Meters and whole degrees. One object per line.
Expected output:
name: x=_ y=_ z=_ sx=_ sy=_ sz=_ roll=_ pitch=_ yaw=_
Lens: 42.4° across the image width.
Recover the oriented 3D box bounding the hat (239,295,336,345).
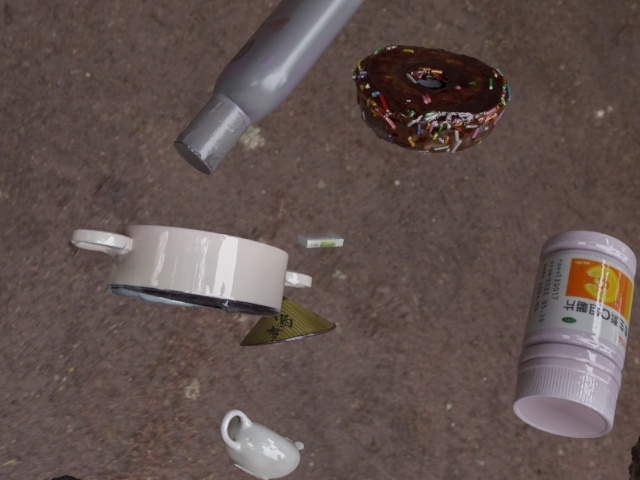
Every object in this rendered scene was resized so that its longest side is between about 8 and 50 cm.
hat: x=-0.069 y=0.147 z=1.598 sx=0.193 sy=0.193 sz=0.082 roll=-10 pitch=91 yaw=-34

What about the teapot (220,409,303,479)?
teapot: x=-0.111 y=0.366 z=1.463 sx=0.226 sy=0.145 sz=0.092 roll=49 pitch=59 yaw=-48

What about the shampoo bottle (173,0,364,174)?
shampoo bottle: x=-0.035 y=-0.115 z=0.545 sx=0.040 sy=0.080 sz=0.165 roll=45 pitch=74 yaw=-25

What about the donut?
donut: x=0.159 y=-0.207 z=1.214 sx=0.234 sy=0.089 sz=0.235 roll=3 pitch=39 yaw=-3

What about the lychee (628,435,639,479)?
lychee: x=0.521 y=0.323 z=1.033 sx=0.260 sy=0.260 sz=0.261 roll=11 pitch=67 yaw=-28

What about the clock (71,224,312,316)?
clock: x=-0.108 y=0.031 z=0.719 sx=0.229 sy=0.155 sz=0.063 roll=16 pitch=78 yaw=-36

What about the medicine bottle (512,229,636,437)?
medicine bottle: x=0.337 y=0.121 z=1.092 sx=0.133 sy=0.133 sz=0.250 roll=32 pitch=60 yaw=-18

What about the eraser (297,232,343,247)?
eraser: x=0.000 y=0.000 z=1.575 sx=0.083 sy=0.038 sz=0.019 roll=-4 pitch=110 yaw=-33

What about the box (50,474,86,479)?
box: x=-0.198 y=0.439 z=0.831 sx=0.204 sy=0.251 sz=0.345 roll=6 pitch=56 yaw=-32
